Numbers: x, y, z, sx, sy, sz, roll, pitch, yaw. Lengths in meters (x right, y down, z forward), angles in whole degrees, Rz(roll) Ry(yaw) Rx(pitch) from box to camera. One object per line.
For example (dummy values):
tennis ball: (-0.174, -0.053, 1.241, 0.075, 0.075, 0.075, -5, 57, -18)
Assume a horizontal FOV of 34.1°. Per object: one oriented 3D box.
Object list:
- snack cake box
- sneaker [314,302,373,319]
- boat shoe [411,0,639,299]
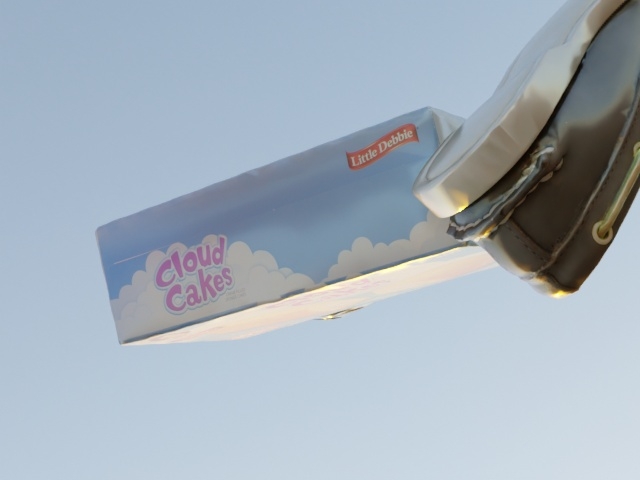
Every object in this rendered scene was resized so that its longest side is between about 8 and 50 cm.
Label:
snack cake box: (0.000, 0.000, 0.711, 0.264, 0.089, 0.152, -18, -10, 29)
sneaker: (0.068, 0.011, 0.917, 0.209, 0.082, 0.069, -30, -85, 8)
boat shoe: (0.158, -0.084, 0.588, 0.305, 0.091, 0.109, -48, 6, -41)
